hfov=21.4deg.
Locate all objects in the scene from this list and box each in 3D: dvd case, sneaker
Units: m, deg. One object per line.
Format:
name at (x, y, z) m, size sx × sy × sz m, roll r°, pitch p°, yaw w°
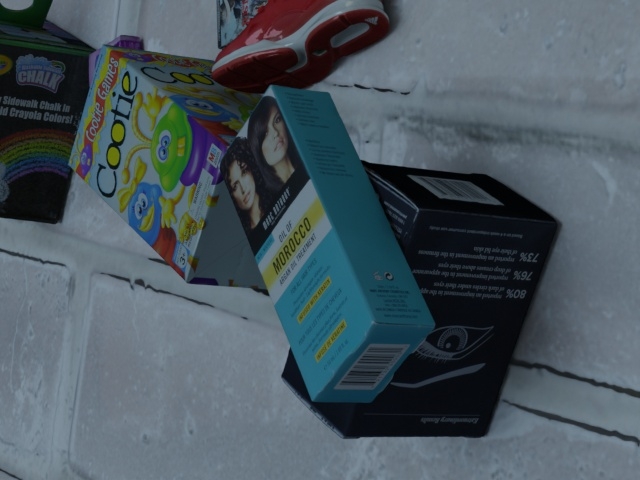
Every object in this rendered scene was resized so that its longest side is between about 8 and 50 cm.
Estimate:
dvd case at (-0.071, -0.254, 1.754) m, size 0.119 × 0.013 × 0.087 m, roll -15°, pitch 74°, yaw 53°
sneaker at (-0.019, -0.228, 1.638) m, size 0.221 × 0.087 × 0.128 m, roll -18°, pitch 63°, yaw 39°

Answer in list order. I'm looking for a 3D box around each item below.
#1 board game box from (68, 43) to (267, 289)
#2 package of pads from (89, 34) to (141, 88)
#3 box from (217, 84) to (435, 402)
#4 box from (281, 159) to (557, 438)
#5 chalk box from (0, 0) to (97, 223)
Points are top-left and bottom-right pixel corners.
board game box at (-0.119, -0.076, 1.689) m, size 0.275 × 0.142 × 0.144 m, roll 40°, pitch 118°, yaw 48°
package of pads at (-0.238, -0.203, 1.963) m, size 0.083 × 0.032 × 0.050 m, roll -19°, pitch 74°, yaw 52°
box at (0.000, 0.000, 1.325) m, size 0.100 × 0.060 × 0.244 m, roll -54°, pitch 46°, yaw 37°
box at (0.079, 0.051, 1.392) m, size 0.108 × 0.153 × 0.207 m, roll 39°, pitch 116°, yaw 49°
chalk box at (-0.398, -0.189, 2.059) m, size 0.179 × 0.180 × 0.289 m, roll 32°, pitch 110°, yaw 51°
